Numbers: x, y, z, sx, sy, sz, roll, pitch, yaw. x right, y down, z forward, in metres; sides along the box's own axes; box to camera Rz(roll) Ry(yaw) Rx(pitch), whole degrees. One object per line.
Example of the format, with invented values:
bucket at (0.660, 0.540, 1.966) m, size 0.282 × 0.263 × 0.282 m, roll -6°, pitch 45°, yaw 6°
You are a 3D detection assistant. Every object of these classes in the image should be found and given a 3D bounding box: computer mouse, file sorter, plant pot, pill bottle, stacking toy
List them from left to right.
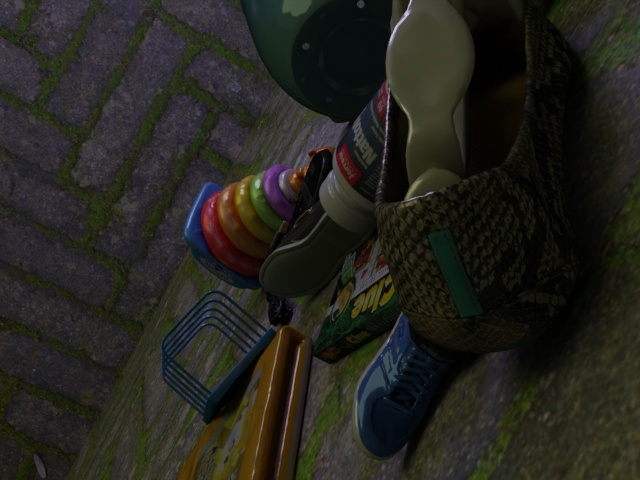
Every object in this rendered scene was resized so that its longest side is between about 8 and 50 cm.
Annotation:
file sorter at (-0.143, 0.153, 1.142) m, size 0.118 × 0.104 × 0.170 m, roll -47°, pitch -7°, yaw -22°
stacking toy at (-0.069, -0.062, 1.415) m, size 0.301 × 0.175 × 0.166 m, roll -34°, pitch 28°, yaw 36°
computer mouse at (-0.021, -0.013, 1.270) m, size 0.184 × 0.060 × 0.262 m, roll -122°, pitch 49°, yaw -70°
plant pot at (0.038, -0.301, 1.166) m, size 0.293 × 0.292 × 0.235 m, roll -54°, pitch 28°, yaw 32°
pill bottle at (0.075, -0.092, 0.941) m, size 0.180 × 0.107 × 0.108 m, roll -51°, pitch 17°, yaw 40°

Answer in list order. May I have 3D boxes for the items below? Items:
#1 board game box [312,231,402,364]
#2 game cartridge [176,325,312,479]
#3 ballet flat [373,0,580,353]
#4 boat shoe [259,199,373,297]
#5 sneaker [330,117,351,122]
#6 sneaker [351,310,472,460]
board game box at (0.073, 0.030, 0.875) m, size 0.259 × 0.030 × 0.136 m, roll -42°, pitch 25°, yaw 56°
game cartridge at (-0.119, 0.296, 1.018) m, size 0.324 × 0.052 × 0.285 m, roll -53°, pitch 16°, yaw 31°
ballet flat at (0.114, -0.128, 0.688) m, size 0.163 × 0.182 × 0.483 m, roll -16°, pitch 34°, yaw 21°
boat shoe at (0.000, 0.000, 1.116) m, size 0.227 × 0.081 × 0.069 m, roll -40°, pitch 22°, yaw 42°
sneaker at (0.059, -0.290, 1.499) m, size 0.192 × 0.064 × 0.086 m, roll -67°, pitch 19°, yaw -9°
sneaker at (0.075, 0.095, 0.665) m, size 0.152 × 0.058 × 0.084 m, roll -60°, pitch 3°, yaw -21°
